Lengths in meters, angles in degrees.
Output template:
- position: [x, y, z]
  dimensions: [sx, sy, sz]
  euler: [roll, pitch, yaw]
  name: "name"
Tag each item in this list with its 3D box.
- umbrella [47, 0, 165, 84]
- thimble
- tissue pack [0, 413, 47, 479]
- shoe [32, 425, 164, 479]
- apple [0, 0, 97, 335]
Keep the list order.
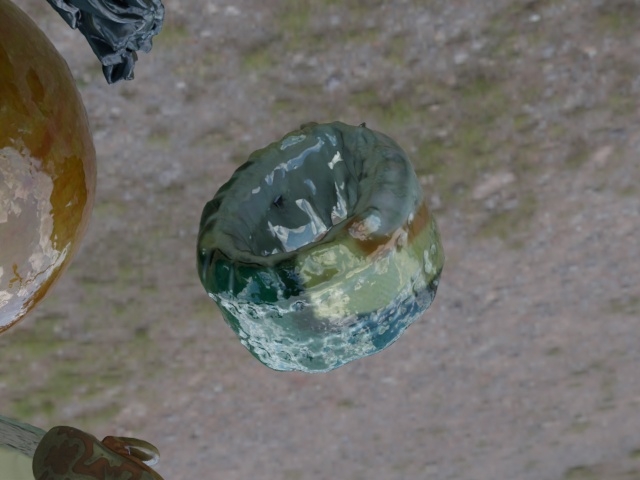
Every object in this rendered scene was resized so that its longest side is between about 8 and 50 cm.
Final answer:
- position: [-0.277, -0.274, 1.084]
  dimensions: [0.094, 0.349, 0.143]
  euler: [-37, 159, -36]
  name: "umbrella"
- position: [0.000, 0.000, 1.355]
  dimensions: [0.254, 0.288, 0.167]
  euler: [-12, 128, 19]
  name: "thimble"
- position: [-0.388, 0.290, 0.874]
  dimensions: [0.331, 0.405, 0.205]
  euler: [26, 171, -24]
  name: "tissue pack"
- position: [-0.136, 0.161, 0.777]
  dimensions: [0.109, 0.072, 0.069]
  euler: [-3, 153, 29]
  name: "shoe"
- position: [-0.410, -0.071, 1.186]
  dimensions: [0.400, 0.333, 0.400]
  euler: [-7, 117, -15]
  name: "apple"
